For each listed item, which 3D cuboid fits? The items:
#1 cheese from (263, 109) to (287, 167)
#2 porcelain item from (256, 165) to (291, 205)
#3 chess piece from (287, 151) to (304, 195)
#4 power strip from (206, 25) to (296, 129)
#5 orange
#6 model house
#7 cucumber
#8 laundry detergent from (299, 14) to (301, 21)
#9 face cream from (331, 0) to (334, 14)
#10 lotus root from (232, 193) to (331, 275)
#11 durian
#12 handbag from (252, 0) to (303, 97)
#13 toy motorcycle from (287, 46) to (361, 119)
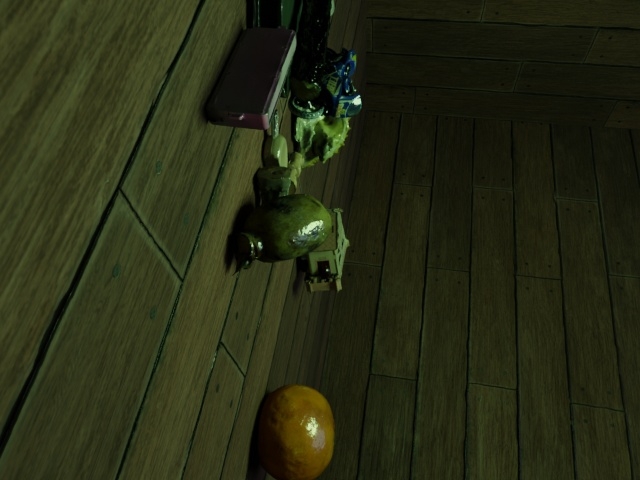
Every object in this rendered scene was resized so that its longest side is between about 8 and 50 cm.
[{"bbox_3d":[-0.111,-0.230,1.277,0.171,0.047,0.092,87,10,-50],"label":"cheese"},{"bbox_3d":[-0.113,-0.071,1.279,0.069,0.081,0.216,-103,-167,-56],"label":"porcelain item"},{"bbox_3d":[-0.081,-0.199,1.490,0.172,0.060,0.060,-78,170,-49],"label":"chess piece"},{"bbox_3d":[-0.120,-0.303,0.958,0.038,0.109,0.279,87,12,-53],"label":"power strip"},{"bbox_3d":[-0.071,0.570,1.547,0.284,0.225,0.284,-1,90,-82],"label":"orange"},{"bbox_3d":[0.000,0.000,1.872,0.326,0.168,0.245,-75,160,-55],"label":"model house"},{"bbox_3d":[-0.017,-0.447,1.148,0.081,0.072,0.304,83,13,-67],"label":"cucumber"},{"bbox_3d":[-0.052,-0.636,1.301,0.144,0.078,0.222,-75,166,-59],"label":"laundry detergent"},{"bbox_3d":[-0.008,-0.735,1.499,0.250,0.077,0.077,51,46,-80],"label":"face cream"},{"bbox_3d":[-0.095,-0.019,1.154,0.278,0.154,0.154,-26,130,-37],"label":"lotus root"},{"bbox_3d":[-0.009,-0.348,1.571,0.166,0.172,0.307,-38,148,-44],"label":"durian"},{"bbox_3d":[-0.089,-0.458,1.164,0.260,0.079,0.248,-71,166,-66],"label":"handbag"},{"bbox_3d":[0.023,-0.378,1.257,0.113,0.168,0.316,108,-4,-49],"label":"toy motorcycle"}]
